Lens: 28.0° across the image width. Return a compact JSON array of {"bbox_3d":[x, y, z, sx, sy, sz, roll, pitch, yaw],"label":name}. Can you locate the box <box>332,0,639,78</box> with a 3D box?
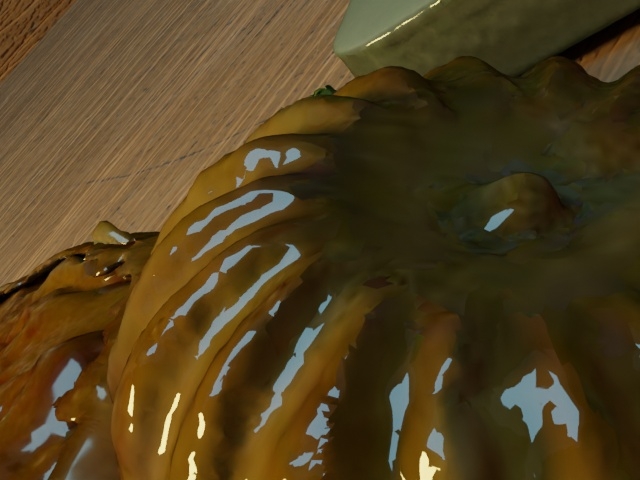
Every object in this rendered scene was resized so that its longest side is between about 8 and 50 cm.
[{"bbox_3d":[0.209,-0.287,0.961,0.396,0.111,0.397,-27,28,34],"label":"box"}]

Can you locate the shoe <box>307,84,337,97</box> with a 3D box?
[{"bbox_3d":[-0.006,-0.004,0.815,0.140,0.128,0.262,-39,-7,-11],"label":"shoe"}]

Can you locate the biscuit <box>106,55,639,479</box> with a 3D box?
[{"bbox_3d":[0.074,0.020,0.492,0.325,0.107,0.326,-5,37,4],"label":"biscuit"}]

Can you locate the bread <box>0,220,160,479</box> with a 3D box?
[{"bbox_3d":[-0.144,0.155,0.673,0.337,0.204,0.358,-39,20,18],"label":"bread"}]
